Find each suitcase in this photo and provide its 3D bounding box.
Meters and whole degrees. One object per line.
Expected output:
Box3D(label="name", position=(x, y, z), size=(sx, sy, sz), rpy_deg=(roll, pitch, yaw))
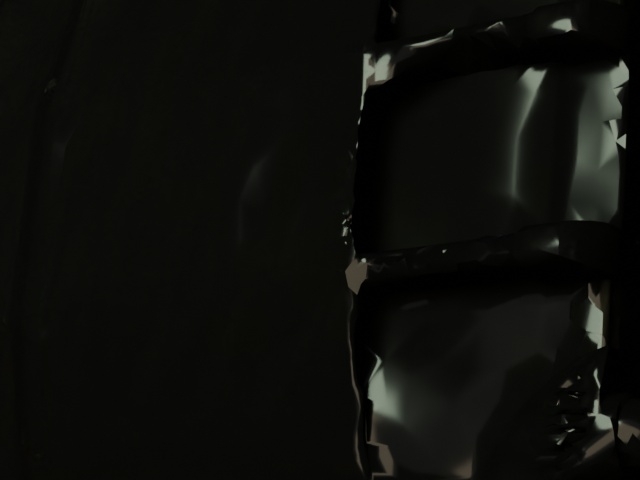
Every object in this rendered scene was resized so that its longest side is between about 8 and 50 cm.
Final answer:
Box3D(label="suitcase", position=(0.000, 0.000, 0.837), size=(0.434, 0.194, 0.283), rpy_deg=(-7, 69, 33))
